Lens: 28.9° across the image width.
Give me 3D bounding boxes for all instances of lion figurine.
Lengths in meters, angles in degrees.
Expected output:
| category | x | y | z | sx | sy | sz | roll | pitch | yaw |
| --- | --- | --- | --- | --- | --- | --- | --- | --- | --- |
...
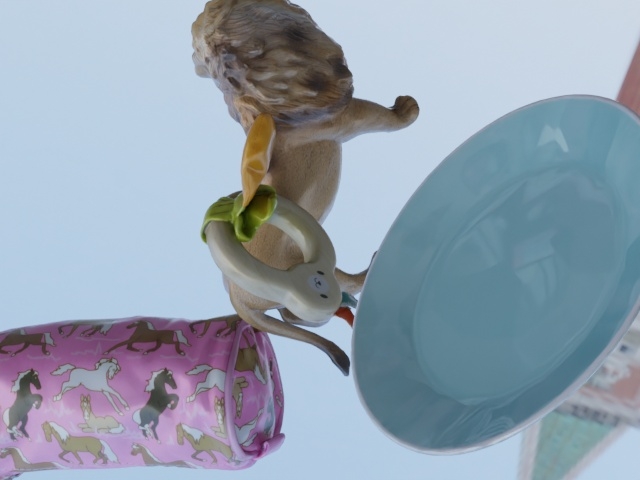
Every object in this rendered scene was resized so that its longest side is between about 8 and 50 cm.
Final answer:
| category | x | y | z | sx | sy | sz | roll | pitch | yaw |
| --- | --- | --- | --- | --- | --- | --- | --- | --- | --- |
| lion figurine | -0.031 | -0.048 | 1.241 | 0.142 | 0.392 | 0.240 | 6 | -175 | 44 |

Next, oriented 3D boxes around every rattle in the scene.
| category | x | y | z | sx | sy | sz | roll | pitch | yaw |
| --- | --- | --- | --- | --- | --- | --- | --- | --- | --- |
| rattle | 0.000 | 0.000 | 1.106 | 0.199 | 0.143 | 0.130 | 44 | -157 | 17 |

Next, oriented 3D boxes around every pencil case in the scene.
| category | x | y | z | sx | sy | sz | roll | pitch | yaw |
| --- | --- | --- | --- | --- | --- | --- | --- | --- | --- |
| pencil case | -0.232 | 0.175 | 1.369 | 0.386 | 0.167 | 0.160 | -7 | -140 | 18 |

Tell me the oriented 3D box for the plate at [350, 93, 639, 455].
| category | x | y | z | sx | sy | sz | roll | pitch | yaw |
| --- | --- | --- | --- | --- | --- | --- | --- | --- | --- |
| plate | 0.088 | 0.016 | 0.579 | 0.024 | 0.188 | 0.188 | 33 | -158 | -31 |
